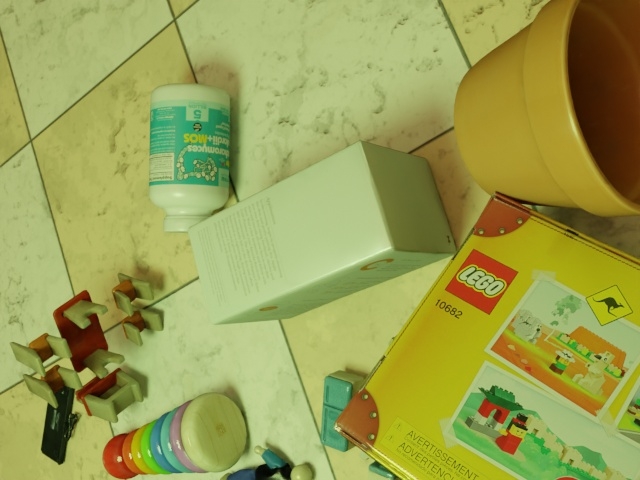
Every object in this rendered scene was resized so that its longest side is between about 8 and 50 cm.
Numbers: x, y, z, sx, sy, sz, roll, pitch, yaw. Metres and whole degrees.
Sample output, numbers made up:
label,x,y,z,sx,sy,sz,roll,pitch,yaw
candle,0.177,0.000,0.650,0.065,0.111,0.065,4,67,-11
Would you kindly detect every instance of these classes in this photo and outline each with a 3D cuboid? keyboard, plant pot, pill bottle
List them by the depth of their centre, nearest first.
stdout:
label,x,y,z,sx,sy,sz,roll,pitch,yaw
plant pot,0.310,-0.162,1.005,0.204,0.291,0.290,-11,82,49
pill bottle,-0.240,-0.146,1.436,0.146,0.146,0.264,0,89,34
keyboard,-0.566,0.396,1.710,0.108,0.023,0.180,13,97,40

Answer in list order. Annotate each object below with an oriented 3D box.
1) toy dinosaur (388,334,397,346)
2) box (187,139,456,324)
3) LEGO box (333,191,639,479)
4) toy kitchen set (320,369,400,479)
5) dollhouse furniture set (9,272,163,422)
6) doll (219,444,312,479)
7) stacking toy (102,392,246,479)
label,x,y,z,sx,sy,sz,roll,pitch,yaw
toy dinosaur,0.148,0.189,1.220,0.092,0.053,0.183,46,112,25
box,0.000,0.000,1.227,0.345,0.215,0.168,-23,75,30
LEGO box,0.330,0.224,0.930,0.500,0.193,0.372,31,77,31
toy kitchen set,0.063,0.299,1.196,0.207,0.166,0.122,11,102,34
dollhouse furniture set,-0.445,0.219,1.512,0.135,0.262,0.259,16,128,35
doll,-0.096,0.425,1.379,0.189,0.046,0.129,-21,78,32
stacking toy,-0.298,0.383,1.473,0.330,0.141,0.141,-22,77,36
